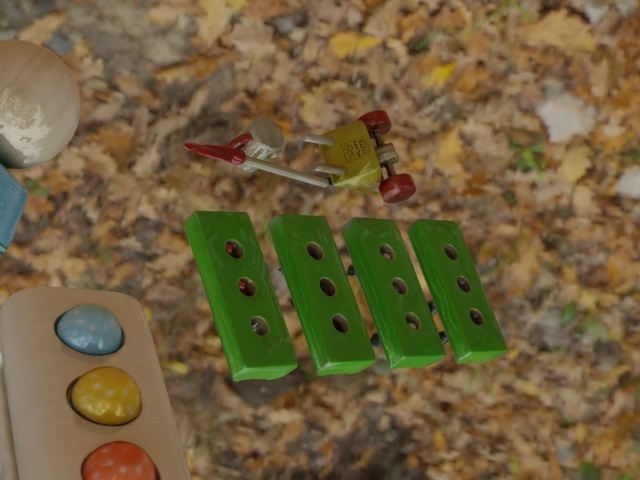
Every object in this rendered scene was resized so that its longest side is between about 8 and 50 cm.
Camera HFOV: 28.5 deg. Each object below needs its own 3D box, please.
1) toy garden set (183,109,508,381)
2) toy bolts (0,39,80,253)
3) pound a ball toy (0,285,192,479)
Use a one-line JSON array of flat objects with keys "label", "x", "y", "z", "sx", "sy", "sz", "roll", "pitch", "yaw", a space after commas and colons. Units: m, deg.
[{"label": "toy garden set", "x": 0.000, "y": 0.000, "z": 0.870, "sx": 0.244, "sy": 0.204, "sz": 0.049, "roll": 2, "pitch": 150, "yaw": -43}, {"label": "toy bolts", "x": -0.221, "y": -0.065, "z": 0.619, "sx": 0.228, "sy": 0.158, "sz": 0.218, "roll": 32, "pitch": 166, "yaw": 52}, {"label": "pound a ball toy", "x": -0.205, "y": 0.165, "z": 0.941, "sx": 0.208, "sy": 0.319, "sz": 0.136, "roll": 7, "pitch": 123, "yaw": -24}]
